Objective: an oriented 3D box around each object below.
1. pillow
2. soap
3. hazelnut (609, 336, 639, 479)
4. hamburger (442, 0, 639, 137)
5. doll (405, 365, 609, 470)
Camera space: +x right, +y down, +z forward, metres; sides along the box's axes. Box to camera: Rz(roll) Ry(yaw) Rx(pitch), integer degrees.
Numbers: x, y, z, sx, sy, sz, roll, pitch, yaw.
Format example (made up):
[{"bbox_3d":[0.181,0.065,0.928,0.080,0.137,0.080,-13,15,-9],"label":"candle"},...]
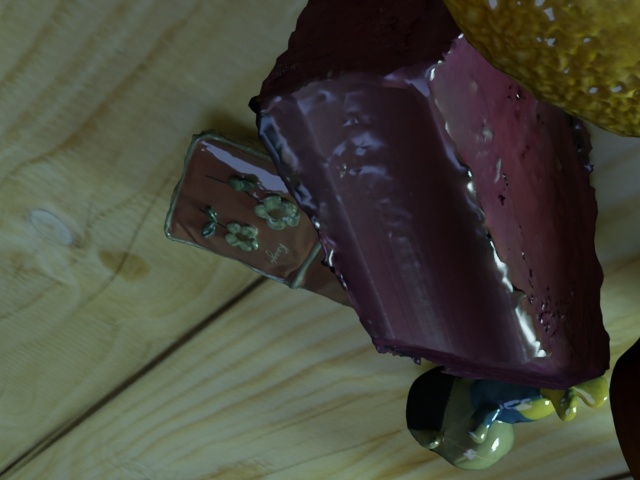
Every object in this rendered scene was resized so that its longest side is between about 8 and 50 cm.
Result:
[{"bbox_3d":[0.000,0.000,0.718,0.232,0.043,0.126,26,143,-2],"label":"pillow"},{"bbox_3d":[0.083,-0.018,0.537,0.112,0.182,0.289,-1,132,31],"label":"soap"},{"bbox_3d":[0.286,0.113,0.570,0.210,0.210,0.186,29,-175,-6],"label":"hazelnut"},{"bbox_3d":[0.165,-0.165,0.316,0.289,0.170,0.314,2,137,32],"label":"hamburger"},{"bbox_3d":[0.140,0.141,0.783,0.179,0.102,0.089,-12,87,44],"label":"doll"}]
